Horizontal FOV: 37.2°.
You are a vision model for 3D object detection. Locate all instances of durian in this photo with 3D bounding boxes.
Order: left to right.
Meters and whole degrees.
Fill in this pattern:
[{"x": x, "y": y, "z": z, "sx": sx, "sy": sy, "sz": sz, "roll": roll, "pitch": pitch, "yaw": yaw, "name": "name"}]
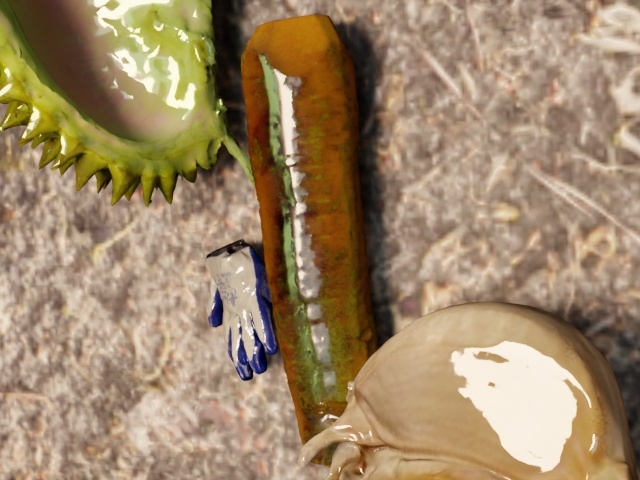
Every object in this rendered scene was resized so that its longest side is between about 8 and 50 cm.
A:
[{"x": -0.130, "y": -0.192, "z": 0.549, "sx": 0.169, "sy": 0.157, "sz": 0.356, "roll": -4, "pitch": 94, "yaw": 5, "name": "durian"}]

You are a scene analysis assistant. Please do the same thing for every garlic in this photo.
[{"x": 0.094, "y": 0.145, "z": 0.499, "sx": 0.178, "sy": 0.142, "sz": 0.230, "roll": 7, "pitch": 94, "yaw": 39, "name": "garlic"}]

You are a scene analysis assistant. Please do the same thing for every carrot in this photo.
[{"x": 0.000, "y": 0.000, "z": 0.559, "sx": 0.070, "sy": 0.070, "sz": 0.260, "roll": -7, "pitch": 93, "yaw": 21, "name": "carrot"}]

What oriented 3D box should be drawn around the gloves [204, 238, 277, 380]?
[{"x": -0.050, "y": 0.044, "z": 0.595, "sx": 0.064, "sy": 0.026, "sz": 0.086, "roll": -22, "pitch": 82, "yaw": 55, "name": "gloves"}]
